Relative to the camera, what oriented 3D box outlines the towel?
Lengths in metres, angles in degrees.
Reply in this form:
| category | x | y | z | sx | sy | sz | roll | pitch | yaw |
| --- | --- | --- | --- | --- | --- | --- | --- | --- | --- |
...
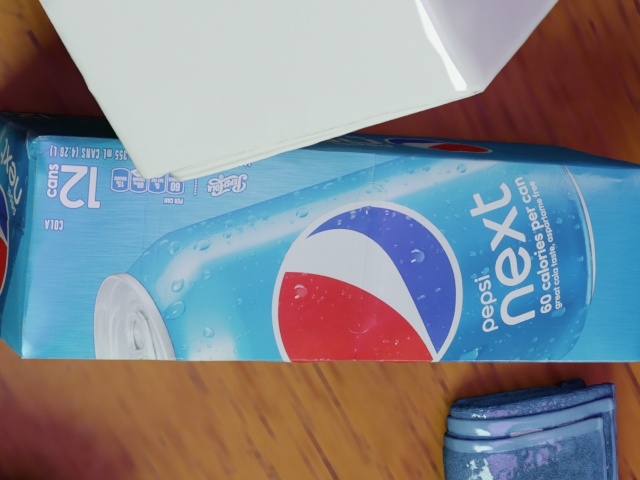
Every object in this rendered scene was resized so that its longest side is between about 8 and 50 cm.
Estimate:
| category | x | y | z | sx | sy | sz | roll | pitch | yaw |
| --- | --- | --- | --- | --- | --- | --- | --- | --- | --- |
| towel | 0.079 | 0.112 | 0.652 | 0.067 | 0.029 | 0.119 | -9 | 103 | -20 |

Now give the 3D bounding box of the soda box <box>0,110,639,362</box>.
| category | x | y | z | sx | sy | sz | roll | pitch | yaw |
| --- | --- | --- | --- | --- | --- | --- | --- | --- | --- |
| soda box | 0.000 | 0.000 | 0.574 | 0.210 | 0.071 | 0.067 | 1 | 99 | -23 |

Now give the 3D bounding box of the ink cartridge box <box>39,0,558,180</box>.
| category | x | y | z | sx | sy | sz | roll | pitch | yaw |
| --- | --- | --- | --- | --- | --- | --- | --- | --- | --- |
| ink cartridge box | -0.020 | -0.186 | 0.462 | 0.201 | 0.117 | 0.278 | -49 | 118 | -44 |
